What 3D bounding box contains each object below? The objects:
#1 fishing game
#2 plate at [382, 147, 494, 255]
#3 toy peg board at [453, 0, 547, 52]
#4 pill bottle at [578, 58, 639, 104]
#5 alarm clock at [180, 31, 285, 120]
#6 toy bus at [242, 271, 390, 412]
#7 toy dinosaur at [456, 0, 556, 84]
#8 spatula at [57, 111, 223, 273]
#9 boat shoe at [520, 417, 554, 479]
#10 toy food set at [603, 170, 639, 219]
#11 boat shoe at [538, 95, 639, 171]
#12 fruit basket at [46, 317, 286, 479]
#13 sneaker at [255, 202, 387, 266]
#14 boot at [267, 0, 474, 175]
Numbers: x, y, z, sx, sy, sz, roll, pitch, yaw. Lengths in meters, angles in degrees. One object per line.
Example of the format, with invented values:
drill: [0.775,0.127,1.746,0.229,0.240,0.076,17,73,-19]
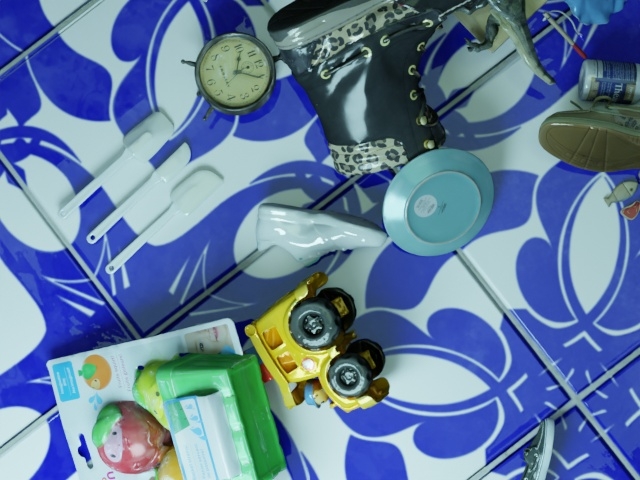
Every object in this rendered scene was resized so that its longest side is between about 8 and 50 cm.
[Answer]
fishing game: [0.438,-0.434,1.814,0.041,0.189,0.264,26,86,47]
plate: [0.190,-0.055,1.798,0.188,0.024,0.188,-8,119,-14]
toy peg board: [0.283,-0.414,1.852,0.160,0.079,0.161,-44,86,15]
pill bottle: [0.478,-0.252,1.829,0.120,0.067,0.067,5,87,3]
alarm clock: [-0.118,-0.275,1.853,0.192,0.064,0.129,-21,86,3]
toy bus: [-0.025,0.190,1.791,0.211,0.149,0.220,-32,88,13]
toy dinosaur: [0.275,-0.356,1.792,0.118,0.064,0.268,-18,96,8]
spatula: [-0.302,-0.076,1.873,0.242,0.019,0.168,-42,92,0]
boat shoe: [0.338,0.348,1.808,0.040,0.049,0.142,13,89,3]
toy food set: [0.526,-0.077,1.841,0.122,0.019,0.078,-40,86,-1]
boat shoe: [0.486,-0.169,1.818,0.285,0.104,0.089,8,55,-3]
fruit basket: [-0.247,0.310,1.763,0.353,0.165,0.327,-14,92,18]
sneaker: [0.000,0.000,1.835,0.212,0.080,0.094,10,99,9]
boot: [0.137,-0.275,1.747,0.377,0.138,0.284,-20,120,1]
